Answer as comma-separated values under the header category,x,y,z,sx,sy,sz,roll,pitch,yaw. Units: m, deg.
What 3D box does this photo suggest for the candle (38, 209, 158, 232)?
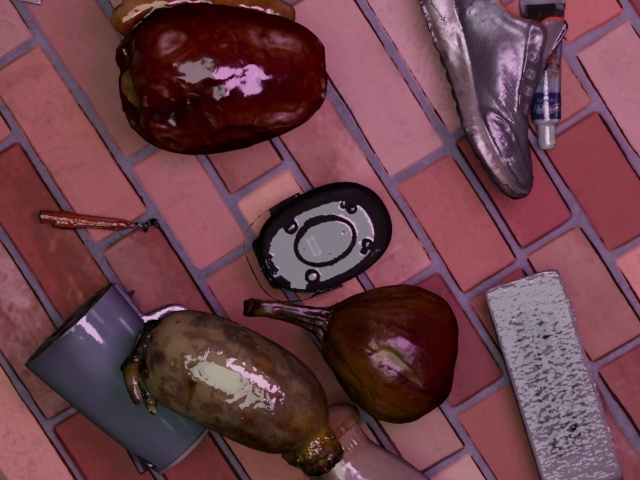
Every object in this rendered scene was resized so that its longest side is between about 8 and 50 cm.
category,x,y,z,sx,sy,sz,roll,pitch,yaw
candle,-0.309,-0.025,1.934,0.167,0.021,0.026,5,107,1

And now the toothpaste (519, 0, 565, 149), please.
category,x,y,z,sx,sy,sz,roll,pitch,yaw
toothpaste,0.302,-0.231,1.873,0.062,0.037,0.216,-1,91,7

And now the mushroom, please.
category,x,y,z,sx,sy,sz,roll,pitch,yaw
mushroom,0.119,0.395,1.902,0.407,0.137,0.154,49,138,-5

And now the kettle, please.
category,x,y,z,sx,sy,sz,roll,pitch,yaw
kettle,-0.245,0.179,1.909,0.243,0.160,0.210,46,68,-10

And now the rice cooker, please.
category,x,y,z,sx,sy,sz,roll,pitch,yaw
rice cooker,-0.001,0.000,1.872,0.203,0.118,0.142,-27,94,1

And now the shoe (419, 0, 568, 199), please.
category,x,y,z,sx,sy,sz,roll,pitch,yaw
shoe,0.252,-0.229,1.823,0.171,0.132,0.336,-20,89,11

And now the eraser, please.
category,x,y,z,sx,sy,sz,roll,pitch,yaw
eraser,0.324,0.212,1.901,0.111,0.077,0.352,-17,96,4

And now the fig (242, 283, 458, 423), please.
category,x,y,z,sx,sy,sz,roll,pitch,yaw
fig,0.050,0.151,1.825,0.290,0.190,0.190,2,98,-28

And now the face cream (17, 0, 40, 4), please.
category,x,y,z,sx,sy,sz,roll,pitch,yaw
face cream,-0.392,-0.381,1.897,0.038,0.020,0.115,12,100,1

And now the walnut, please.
category,x,y,z,sx,sy,sz,roll,pitch,yaw
walnut,-0.134,-0.238,1.817,0.269,0.222,0.244,-6,79,-12

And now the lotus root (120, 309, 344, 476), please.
category,x,y,z,sx,sy,sz,roll,pitch,yaw
lotus root,-0.102,0.195,1.801,0.309,0.173,0.173,29,97,-4
